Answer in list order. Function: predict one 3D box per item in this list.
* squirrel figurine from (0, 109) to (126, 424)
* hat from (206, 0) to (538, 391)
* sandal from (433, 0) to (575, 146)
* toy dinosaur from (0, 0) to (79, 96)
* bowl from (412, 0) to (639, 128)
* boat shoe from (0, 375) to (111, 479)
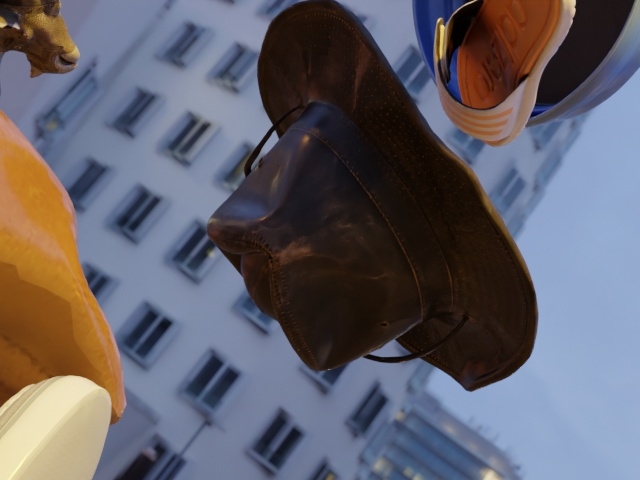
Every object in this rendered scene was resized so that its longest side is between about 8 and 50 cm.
[{"bbox_3d":[-0.311,-0.096,0.814,0.370,0.281,0.397,-112,-168,-50],"label":"squirrel figurine"},{"bbox_3d":[0.000,0.000,0.889,0.331,0.134,0.331,53,-17,24],"label":"hat"},{"bbox_3d":[0.131,-0.154,1.041,0.102,0.076,0.265,63,-14,17],"label":"sandal"},{"bbox_3d":[-0.225,-0.255,0.829,0.121,0.160,0.313,-54,123,-72],"label":"toy dinosaur"},{"bbox_3d":[0.254,-0.319,1.450,0.077,0.391,0.391,4,1,-34],"label":"bowl"},{"bbox_3d":[-0.174,0.135,0.499,0.081,0.227,0.079,28,-24,18],"label":"boat shoe"}]
